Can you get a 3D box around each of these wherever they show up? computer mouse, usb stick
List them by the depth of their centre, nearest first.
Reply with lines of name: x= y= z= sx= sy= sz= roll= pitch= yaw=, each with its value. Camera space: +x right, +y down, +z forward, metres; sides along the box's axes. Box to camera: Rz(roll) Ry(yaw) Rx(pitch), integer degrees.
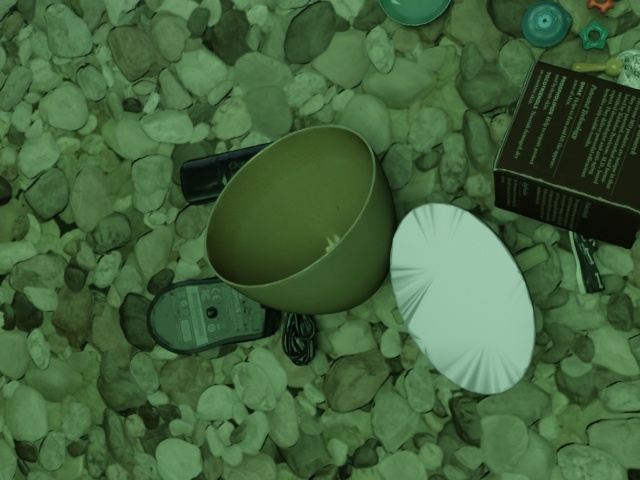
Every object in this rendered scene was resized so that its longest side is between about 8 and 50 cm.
usb stick: x=-0.098 y=-0.116 z=1.474 sx=0.278 sy=0.045 sz=0.077 roll=-11 pitch=83 yaw=18
computer mouse: x=-0.143 y=0.119 z=1.493 sx=0.273 sy=0.072 sz=0.188 roll=-6 pitch=89 yaw=5

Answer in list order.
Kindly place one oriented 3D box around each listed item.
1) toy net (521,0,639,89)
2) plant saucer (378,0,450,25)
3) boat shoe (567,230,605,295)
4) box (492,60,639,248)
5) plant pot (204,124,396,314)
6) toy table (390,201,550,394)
toy net: x=0.402 y=-0.281 z=1.310 sx=0.232 sy=0.045 sz=0.122 roll=42 pitch=102 yaw=10
plant saucer: x=0.145 y=-0.384 z=1.394 sx=0.120 sy=0.021 sz=0.119 roll=1 pitch=93 yaw=18
boat shoe: x=0.383 y=0.017 z=1.329 sx=0.038 sy=0.046 sz=0.125 roll=-11 pitch=92 yaw=17
box: x=0.355 y=-0.112 z=1.247 sx=0.203 sy=0.168 sz=0.167 roll=19 pitch=79 yaw=15
plant pot: x=0.000 y=0.000 z=1.348 sx=0.284 sy=0.191 sz=0.284 roll=-22 pitch=43 yaw=22
toy table: x=0.208 y=0.074 z=1.322 sx=0.252 sy=0.161 sz=0.274 roll=-14 pitch=90 yaw=15
